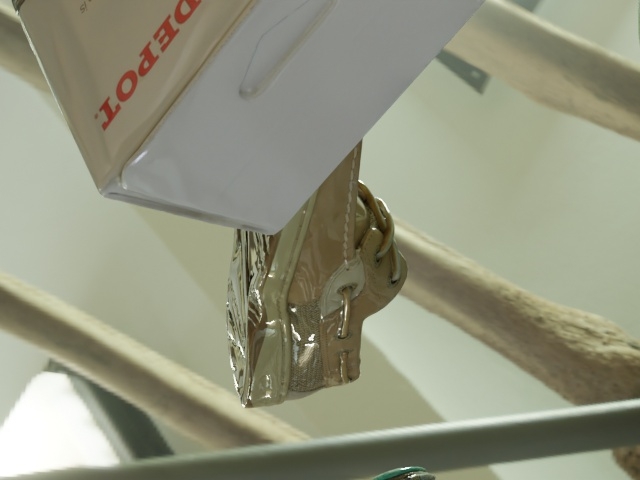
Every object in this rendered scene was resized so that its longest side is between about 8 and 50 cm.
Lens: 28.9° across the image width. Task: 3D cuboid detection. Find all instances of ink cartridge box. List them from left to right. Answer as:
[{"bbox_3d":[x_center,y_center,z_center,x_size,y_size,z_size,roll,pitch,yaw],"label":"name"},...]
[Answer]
[{"bbox_3d":[-0.040,-0.124,0.448,0.148,0.086,0.203,-48,-128,24],"label":"ink cartridge box"}]

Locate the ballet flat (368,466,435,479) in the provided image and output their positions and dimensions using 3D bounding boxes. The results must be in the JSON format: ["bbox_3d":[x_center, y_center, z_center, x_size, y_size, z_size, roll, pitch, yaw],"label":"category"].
[{"bbox_3d":[0.042,0.135,0.628,0.041,0.114,0.041,0,-101,2],"label":"ballet flat"}]

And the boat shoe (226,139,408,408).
[{"bbox_3d":[0.000,0.000,0.856,0.341,0.110,0.121,103,-20,-55],"label":"boat shoe"}]

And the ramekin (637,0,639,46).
[{"bbox_3d":[0.314,-0.131,0.641,0.303,0.148,0.303,-11,-105,49],"label":"ramekin"}]
